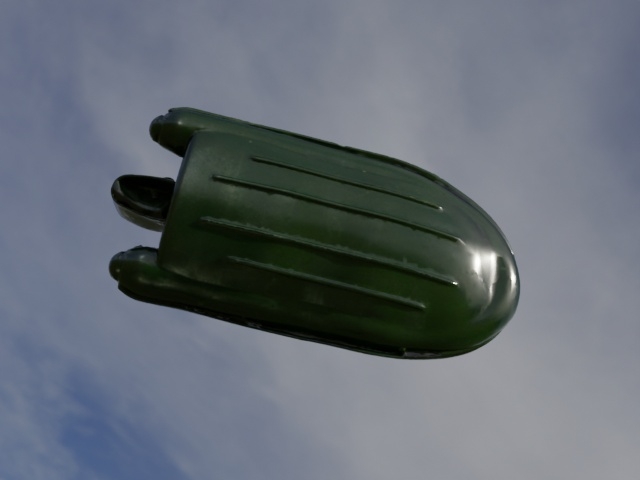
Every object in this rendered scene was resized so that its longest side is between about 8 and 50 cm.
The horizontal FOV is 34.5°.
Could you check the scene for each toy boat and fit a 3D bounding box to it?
[{"bbox_3d":[0.000,0.000,0.508,0.210,0.104,0.052,13,-21,-5],"label":"toy boat"}]
